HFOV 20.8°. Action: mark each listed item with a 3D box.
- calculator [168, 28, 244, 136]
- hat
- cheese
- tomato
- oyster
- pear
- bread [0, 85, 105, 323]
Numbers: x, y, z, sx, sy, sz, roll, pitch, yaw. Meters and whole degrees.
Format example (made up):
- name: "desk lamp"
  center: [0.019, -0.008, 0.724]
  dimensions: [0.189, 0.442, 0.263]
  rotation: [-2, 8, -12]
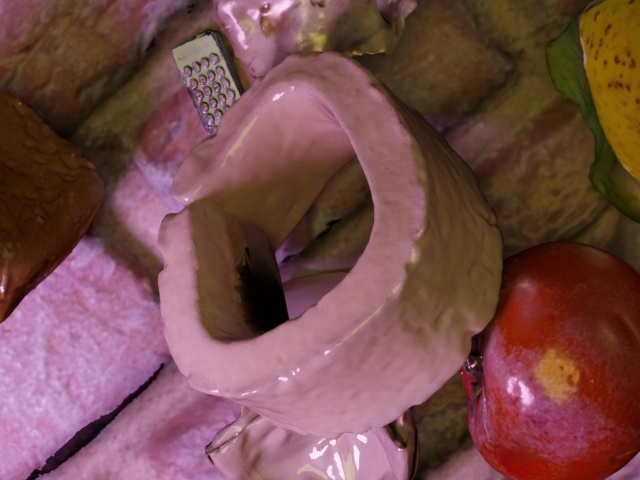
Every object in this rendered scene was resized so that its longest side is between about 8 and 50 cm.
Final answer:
- name: "calculator"
  center: [-0.092, -0.126, 1.743]
  dimensions: [0.057, 0.018, 0.172]
  rotation: [-24, 93, 11]
- name: "hat"
  center: [0.015, 0.152, 1.723]
  dimensions: [0.219, 0.164, 0.226]
  rotation: [0, 55, 26]
- name: "cheese"
  center: [-0.004, 0.000, 1.596]
  dimensions: [0.292, 0.153, 0.332]
  rotation: [-32, 49, 20]
- name: "tomato"
  center: [0.229, 0.118, 1.608]
  dimensions: [0.188, 0.232, 0.232]
  rotation: [-2, 95, -8]
- name: "oyster"
  center: [0.018, -0.319, 1.665]
  dimensions: [0.237, 0.115, 0.351]
  rotation: [9, 92, 16]
- name: "pear"
  center: [0.321, -0.121, 1.549]
  dimensions: [0.176, 0.282, 0.286]
  rotation: [-25, 91, 2]
- name: "bread"
  center: [-0.340, -0.024, 1.691]
  dimensions: [0.195, 0.246, 0.176]
  rotation: [42, 127, -2]
